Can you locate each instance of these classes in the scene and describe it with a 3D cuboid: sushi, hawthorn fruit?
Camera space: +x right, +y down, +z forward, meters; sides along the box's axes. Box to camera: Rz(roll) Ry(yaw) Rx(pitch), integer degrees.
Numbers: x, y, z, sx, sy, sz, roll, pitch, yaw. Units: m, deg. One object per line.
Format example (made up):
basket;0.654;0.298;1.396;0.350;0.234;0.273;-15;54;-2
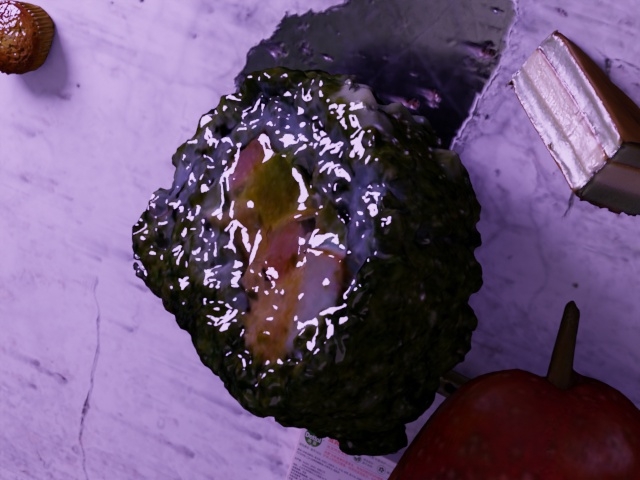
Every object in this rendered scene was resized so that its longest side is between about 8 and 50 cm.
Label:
sushi;0.000;0.000;1.448;0.294;0.178;0.352;-54;46;15
hawthorn fruit;0.191;0.235;1.434;0.285;0.285;0.368;11;93;23

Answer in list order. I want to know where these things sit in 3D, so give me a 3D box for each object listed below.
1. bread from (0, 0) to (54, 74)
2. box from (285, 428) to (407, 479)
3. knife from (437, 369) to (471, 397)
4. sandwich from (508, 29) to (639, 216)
bread;-0.336;-0.222;1.692;0.085;0.053;0.085;6;104;24
box;0.032;0.243;1.628;0.125;0.043;0.089;25;111;19
knife;0.003;0.098;1.619;0.343;0.027;0.061;26;116;18
sandwich;0.264;-0.107;1.455;0.079;0.113;0.163;-49;45;26
